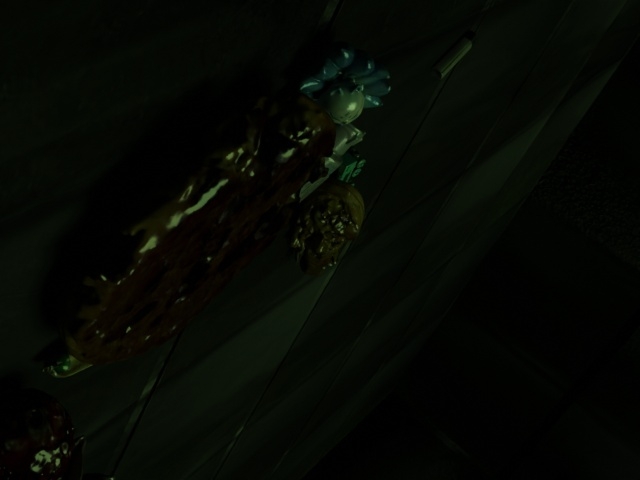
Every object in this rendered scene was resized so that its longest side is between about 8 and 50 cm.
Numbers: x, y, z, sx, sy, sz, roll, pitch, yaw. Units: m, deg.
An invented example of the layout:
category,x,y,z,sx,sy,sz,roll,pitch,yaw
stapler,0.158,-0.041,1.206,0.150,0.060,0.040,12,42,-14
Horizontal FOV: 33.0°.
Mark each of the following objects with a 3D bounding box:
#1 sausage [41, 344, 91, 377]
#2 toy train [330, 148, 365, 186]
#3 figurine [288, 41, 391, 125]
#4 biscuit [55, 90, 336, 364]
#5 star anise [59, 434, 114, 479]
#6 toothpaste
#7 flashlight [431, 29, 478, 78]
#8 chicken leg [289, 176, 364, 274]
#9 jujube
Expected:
category,x,y,z,sx,sy,sz,roll,pitch,yaw
sausage,-0.205,0.096,1.150,0.032,0.033,0.269,-58,165,27
toy train,0.029,-0.084,1.444,0.045,0.029,0.092,-29,157,-39
figurine,0.020,-0.161,1.097,0.114,0.114,0.079,90,-4,-69
biscuit,-0.122,-0.015,1.035,0.334,0.081,0.289,-43,166,-12
star anise,-0.317,0.349,1.257,0.212,0.073,0.196,-32,120,-50
toothpaste,-0.043,-0.056,1.245,0.234,0.057,0.089,-48,166,16
flashlight,0.188,-0.260,1.505,0.083,0.018,0.018,-47,164,-17
chicken leg,0.002,-0.002,1.448,0.207,0.085,0.101,111,0,-58
jujube,-0.292,0.204,1.050,0.104,0.104,0.166,-40,175,-38
